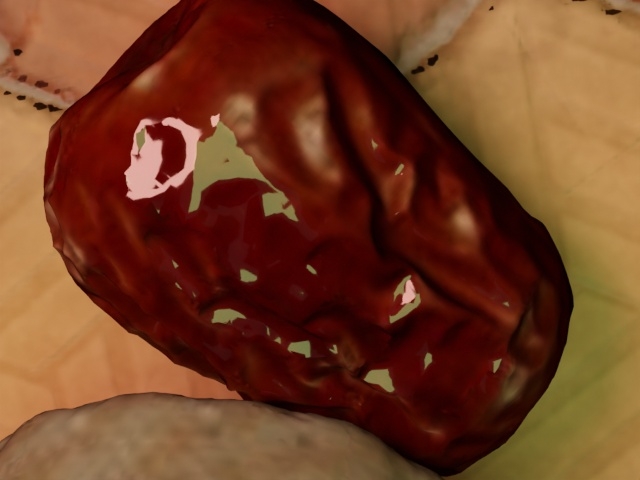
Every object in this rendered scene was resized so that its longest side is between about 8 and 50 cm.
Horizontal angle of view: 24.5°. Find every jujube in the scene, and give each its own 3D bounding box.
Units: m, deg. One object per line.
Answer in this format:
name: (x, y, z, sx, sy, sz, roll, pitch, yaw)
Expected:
jujube: (0.000, 0.000, 0.609, 0.230, 0.155, 0.155, 37, 103, -11)

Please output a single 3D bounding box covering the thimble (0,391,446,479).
thimble: (-0.043, 0.215, 0.595, 0.291, 0.195, 0.291, 7, 136, 7)
